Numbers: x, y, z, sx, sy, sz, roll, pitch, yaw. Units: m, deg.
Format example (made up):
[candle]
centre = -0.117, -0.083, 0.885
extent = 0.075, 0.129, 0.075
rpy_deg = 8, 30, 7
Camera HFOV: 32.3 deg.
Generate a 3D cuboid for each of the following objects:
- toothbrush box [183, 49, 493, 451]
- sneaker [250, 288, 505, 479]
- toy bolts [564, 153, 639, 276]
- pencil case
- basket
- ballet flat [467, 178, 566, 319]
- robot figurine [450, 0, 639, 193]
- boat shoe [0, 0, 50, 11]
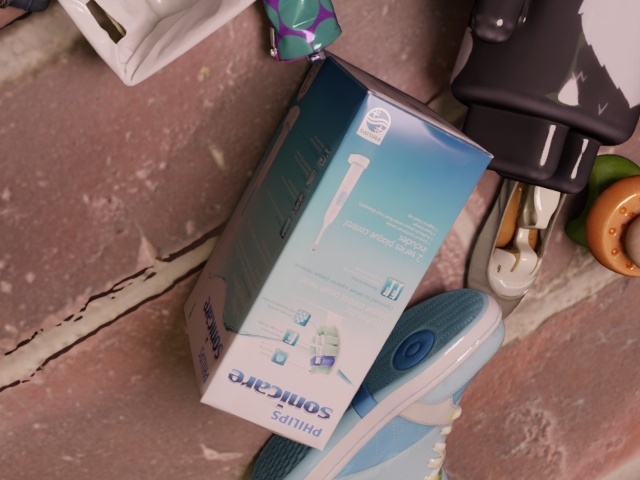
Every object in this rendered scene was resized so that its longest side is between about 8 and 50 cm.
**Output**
[toothbrush box]
centre = 0.000, 0.000, 0.990
extent = 0.126, 0.216, 0.295
rpy_deg = 26, 101, -18
[sneaker]
centre = 0.105, 0.206, 1.134
extent = 0.319, 0.127, 0.208
rpy_deg = -42, 110, 15
[toy bolts]
centre = 0.375, -0.068, 1.073
extent = 0.218, 0.158, 0.228
rpy_deg = 7, 107, -14
[pencil case]
centre = -0.037, -0.232, 0.983
extent = 0.070, 0.064, 0.152
rpy_deg = -30, 112, -12
[basket]
centre = -0.118, -0.225, 0.914
extent = 0.167, 0.103, 0.113
rpy_deg = -27, 108, 31
[ballet flat]
centre = 0.200, -0.007, 1.107
extent = 0.072, 0.068, 0.213
rpy_deg = 10, 107, -16
[robot figurine]
centre = 0.219, -0.186, 0.979
extent = 0.173, 0.209, 0.278
rpy_deg = 18, 92, 3
[boat shoe]
centre = -0.219, -0.303, 0.900
extent = 0.079, 0.095, 0.254
rpy_deg = 7, 117, -37
